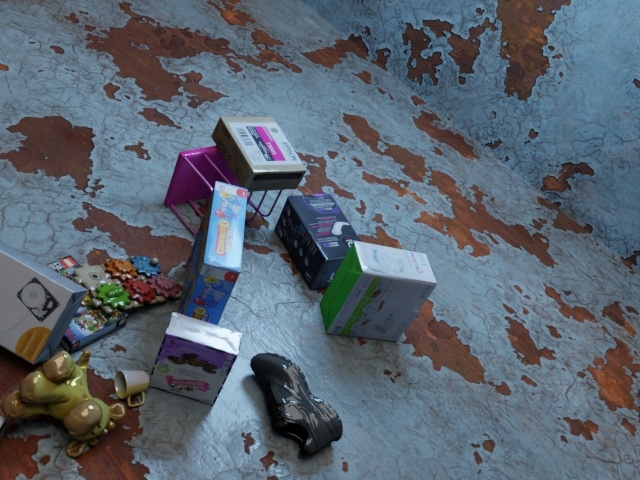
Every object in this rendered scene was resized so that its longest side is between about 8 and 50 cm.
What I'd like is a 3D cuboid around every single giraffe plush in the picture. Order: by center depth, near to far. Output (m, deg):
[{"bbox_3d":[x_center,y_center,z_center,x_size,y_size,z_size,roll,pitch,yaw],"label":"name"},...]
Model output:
[{"bbox_3d":[-0.506,0.340,1.348,0.170,0.181,0.210,47,6,9],"label":"giraffe plush"}]

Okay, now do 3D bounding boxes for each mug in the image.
[{"bbox_3d":[-0.419,0.325,1.483,0.064,0.078,0.062,-1,12,-43],"label":"mug"}]

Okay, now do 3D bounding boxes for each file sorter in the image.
[{"bbox_3d":[-0.279,-0.154,1.990,0.291,0.202,0.182,-19,58,-43],"label":"file sorter"}]

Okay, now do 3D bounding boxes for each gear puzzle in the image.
[{"bbox_3d":[-0.506,0.098,1.630,0.175,0.044,0.339,44,27,22],"label":"gear puzzle"}]

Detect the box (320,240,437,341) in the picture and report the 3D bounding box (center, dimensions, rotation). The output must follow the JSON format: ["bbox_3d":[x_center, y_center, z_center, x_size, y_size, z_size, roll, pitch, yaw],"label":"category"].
[{"bbox_3d":[0.157,0.150,1.845,0.231,0.262,0.126,9,41,-21],"label":"box"}]

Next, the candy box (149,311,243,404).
[{"bbox_3d":[-0.285,0.270,1.498,0.165,0.196,0.070,19,38,-10],"label":"candy box"}]

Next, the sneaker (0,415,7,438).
[{"bbox_3d":[-0.688,0.399,1.220,0.121,0.079,0.217,19,30,-4],"label":"sneaker"}]

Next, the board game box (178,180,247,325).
[{"bbox_3d":[-0.274,0.063,1.659,0.086,0.301,0.308,15,39,-15],"label":"board game box"}]

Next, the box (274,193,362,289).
[{"bbox_3d":[0.000,0.000,2.020,0.165,0.143,0.270,-6,49,-33],"label":"box"}]

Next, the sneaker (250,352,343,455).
[{"bbox_3d":[-0.079,0.383,1.570,0.286,0.109,0.130,42,46,22],"label":"sneaker"}]

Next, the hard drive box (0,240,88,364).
[{"bbox_3d":[-0.662,0.132,1.443,0.232,0.181,0.089,28,0,3],"label":"hard drive box"}]

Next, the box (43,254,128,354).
[{"bbox_3d":[-0.598,0.147,1.581,0.233,0.044,0.159,41,40,17],"label":"box"}]

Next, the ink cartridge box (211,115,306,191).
[{"bbox_3d":[-0.180,-0.256,1.938,0.193,0.088,0.234,-9,56,-39],"label":"ink cartridge box"}]
